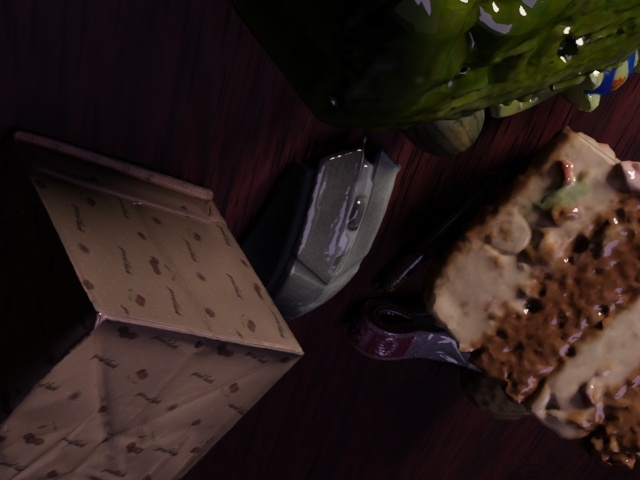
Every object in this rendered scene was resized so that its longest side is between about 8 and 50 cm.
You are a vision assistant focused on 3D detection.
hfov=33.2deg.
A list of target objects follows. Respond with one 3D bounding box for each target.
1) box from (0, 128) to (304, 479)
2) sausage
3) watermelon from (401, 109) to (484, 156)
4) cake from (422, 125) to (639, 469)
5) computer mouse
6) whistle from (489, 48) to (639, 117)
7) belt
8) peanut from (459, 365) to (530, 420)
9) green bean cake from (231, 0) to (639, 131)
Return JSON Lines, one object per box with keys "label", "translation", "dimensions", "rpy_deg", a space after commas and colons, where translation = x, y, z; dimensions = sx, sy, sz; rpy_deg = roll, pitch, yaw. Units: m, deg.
{"label": "box", "translation": [-0.206, 0.101, 0.837], "dimensions": [0.297, 0.190, 0.225], "rpy_deg": [-48, 145, 18]}
{"label": "sausage", "translation": [0.130, -0.008, 1.169], "dimensions": [0.198, 0.025, 0.028], "rpy_deg": [-44, 145, 14]}
{"label": "watermelon", "translation": [0.106, -0.117, 0.952], "dimensions": [0.078, 0.078, 0.111], "rpy_deg": [-39, 148, 4]}
{"label": "cake", "translation": [0.289, 0.049, 1.112], "dimensions": [0.255, 0.290, 0.282], "rpy_deg": [-46, 173, 14]}
{"label": "computer mouse", "translation": [0.000, 0.002, 1.011], "dimensions": [0.126, 0.071, 0.231], "rpy_deg": [2, 132, -46]}
{"label": "whistle", "translation": [0.257, -0.178, 1.006], "dimensions": [0.227, 0.085, 0.105], "rpy_deg": [-30, 151, -8]}
{"label": "belt", "translation": [0.141, 0.113, 1.254], "dimensions": [0.232, 0.071, 0.053], "rpy_deg": [7, 130, -28]}
{"label": "peanut", "translation": [0.284, 0.115, 1.377], "dimensions": [0.291, 0.159, 0.143], "rpy_deg": [-48, 174, 38]}
{"label": "green bean cake", "translation": [0.125, -0.233, 0.682], "dimensions": [0.335, 0.218, 0.319], "rpy_deg": [-20, 146, -21]}
